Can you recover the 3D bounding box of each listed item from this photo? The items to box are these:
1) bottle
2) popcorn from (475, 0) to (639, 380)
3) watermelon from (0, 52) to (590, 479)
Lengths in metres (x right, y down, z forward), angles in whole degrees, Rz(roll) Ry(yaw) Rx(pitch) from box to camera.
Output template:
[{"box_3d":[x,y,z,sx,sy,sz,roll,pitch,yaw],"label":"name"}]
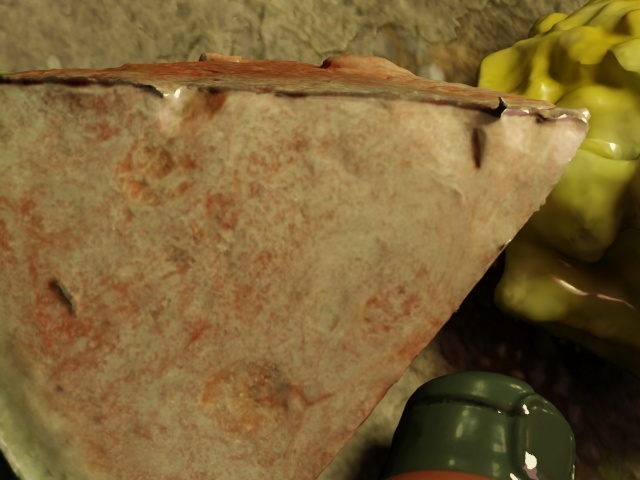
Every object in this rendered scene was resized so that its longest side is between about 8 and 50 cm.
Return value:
[{"box_3d":[0.056,0.224,0.808,0.144,0.144,0.336,35,51,-24],"label":"bottle"},{"box_3d":[0.242,-0.043,0.980,0.312,0.312,0.312,16,62,-34],"label":"popcorn"},{"box_3d":[-0.016,0.033,0.768,0.283,0.292,0.250,-23,120,-50],"label":"watermelon"}]
